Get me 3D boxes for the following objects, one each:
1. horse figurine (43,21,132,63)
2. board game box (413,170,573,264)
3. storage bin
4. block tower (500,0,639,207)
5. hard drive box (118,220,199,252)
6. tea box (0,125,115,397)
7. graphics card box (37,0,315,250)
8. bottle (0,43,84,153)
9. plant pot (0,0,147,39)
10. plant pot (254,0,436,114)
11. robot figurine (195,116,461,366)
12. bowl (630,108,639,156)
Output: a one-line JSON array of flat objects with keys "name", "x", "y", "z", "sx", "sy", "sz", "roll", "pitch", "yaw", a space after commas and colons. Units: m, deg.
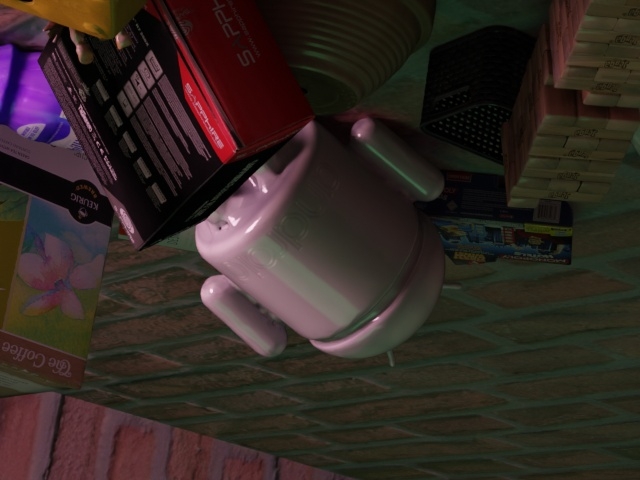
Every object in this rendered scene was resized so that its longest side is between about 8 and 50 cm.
[{"name": "horse figurine", "x": -0.226, "y": -0.231, "z": 1.495, "sx": 0.066, "sy": 0.174, "sz": 0.263, "roll": -30, "pitch": -166, "yaw": -4}, {"name": "board game box", "x": 0.212, "y": -0.020, "z": 2.191, "sx": 0.194, "sy": 0.060, "sz": 0.194, "roll": 6, "pitch": 164, "yaw": 9}, {"name": "storage bin", "x": 0.202, "y": -0.134, "z": 1.792, "sx": 0.180, "sy": 0.084, "sz": 0.122, "roll": 20, "pitch": 160, "yaw": -31}, {"name": "block tower", "x": 0.240, "y": -0.152, "z": 1.567, "sx": 0.097, "sy": 0.091, "sz": 0.335, "roll": 5, "pitch": 148, "yaw": -7}, {"name": "hard drive box", "x": -0.127, "y": -0.048, "z": 2.221, "sx": 0.232, "sy": 0.089, "sz": 0.181, "roll": 10, "pitch": 162, "yaw": -4}, {"name": "tea box", "x": -0.440, "y": -0.009, "z": 2.104, "sx": 0.329, "sy": 0.324, "sz": 0.220, "roll": 23, "pitch": 158, "yaw": -40}, {"name": "graphics card box", "x": -0.147, "y": -0.145, "z": 1.684, "sx": 0.094, "sy": 0.233, "sz": 0.371, "roll": -27, "pitch": 175, "yaw": -24}, {"name": "bottle", "x": -0.281, "y": -0.151, "z": 1.959, "sx": 0.282, "sy": 0.092, "sz": 0.118, "roll": 15, "pitch": 163, "yaw": -19}, {"name": "plant pot", "x": -0.186, "y": -0.273, "z": 1.308, "sx": 0.212, "sy": 0.187, "sz": 0.212, "roll": 19, "pitch": 161, "yaw": 0}, {"name": "plant pot", "x": -0.015, "y": -0.190, "z": 1.682, "sx": 0.237, "sy": 0.110, "sz": 0.237, "roll": 9, "pitch": 162, "yaw": 3}, {"name": "robot figurine", "x": 0.000, "y": 0.000, "z": 2.032, "sx": 0.353, "sy": 0.200, "sz": 0.300, "roll": 39, "pitch": 106, "yaw": -24}, {"name": "bowl", "x": 0.387, "y": -0.103, "z": 1.853, "sx": 0.142, "sy": 0.053, "sz": 0.142, "roll": 2, "pitch": 163, "yaw": 23}]
